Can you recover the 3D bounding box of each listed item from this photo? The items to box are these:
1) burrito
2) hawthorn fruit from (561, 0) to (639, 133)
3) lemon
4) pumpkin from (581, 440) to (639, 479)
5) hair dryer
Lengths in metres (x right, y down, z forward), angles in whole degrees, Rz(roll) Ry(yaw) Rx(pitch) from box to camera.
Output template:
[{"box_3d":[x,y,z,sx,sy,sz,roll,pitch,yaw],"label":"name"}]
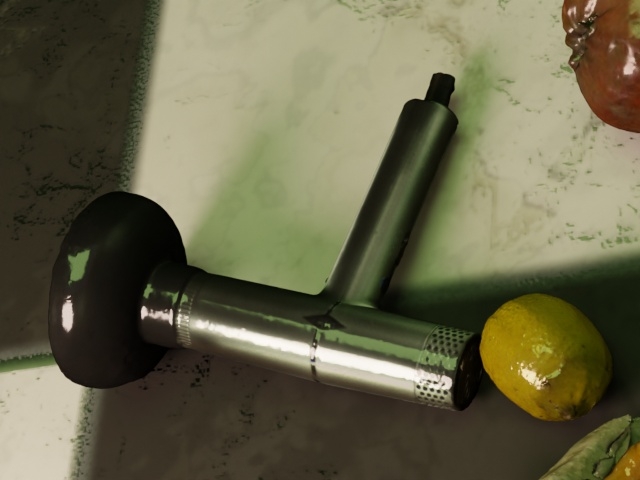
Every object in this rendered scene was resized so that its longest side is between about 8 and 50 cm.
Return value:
[{"box_3d":[0.166,0.165,1.245,0.055,0.041,0.149,3,33,44],"label":"burrito"},{"box_3d":[0.263,-0.142,1.375,0.189,0.149,0.149,15,62,-8],"label":"hawthorn fruit"},{"box_3d":[0.154,0.079,1.311,0.082,0.082,0.110,-42,46,-1],"label":"lemon"},{"box_3d":[0.202,0.198,1.165,0.119,0.183,0.107,42,116,20],"label":"pumpkin"},{"box_3d":[-0.012,0.008,1.467,0.320,0.155,0.284,5,42,17],"label":"hair dryer"}]
